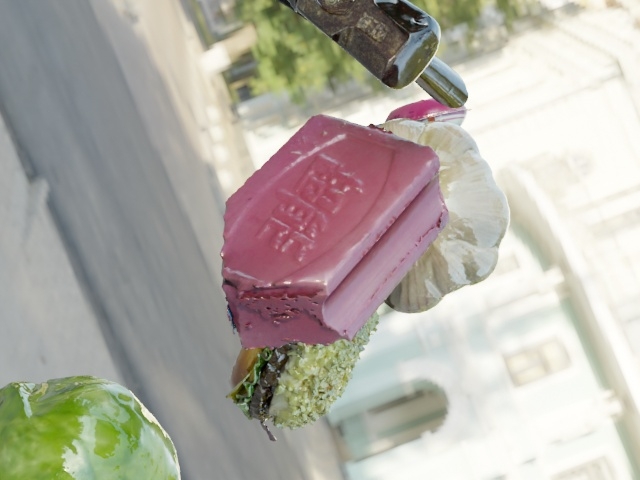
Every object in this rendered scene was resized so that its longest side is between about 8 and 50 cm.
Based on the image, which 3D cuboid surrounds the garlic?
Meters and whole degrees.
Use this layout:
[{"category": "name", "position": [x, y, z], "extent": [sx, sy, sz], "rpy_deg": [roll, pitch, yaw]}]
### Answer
[{"category": "garlic", "position": [0.104, -0.031, 1.574], "extent": [0.152, 0.228, 0.228], "rpy_deg": [34, 35, -87]}]

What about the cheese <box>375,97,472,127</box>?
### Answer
[{"category": "cheese", "position": [0.134, -0.179, 2.110], "extent": [0.155, 0.244, 0.062], "rpy_deg": [-13, -89, 50]}]

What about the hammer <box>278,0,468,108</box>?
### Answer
[{"category": "hammer", "position": [0.095, -0.253, 1.736], "extent": [0.242, 0.095, 0.409], "rpy_deg": [40, 9, 26]}]

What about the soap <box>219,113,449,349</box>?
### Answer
[{"category": "soap", "position": [0.000, 0.000, 1.298], "extent": [0.162, 0.250, 0.099], "rpy_deg": [20, -40, 27]}]

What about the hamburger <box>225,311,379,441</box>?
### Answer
[{"category": "hamburger", "position": [-0.019, 0.143, 1.770], "extent": [0.138, 0.243, 0.262], "rpy_deg": [30, -3, 6]}]

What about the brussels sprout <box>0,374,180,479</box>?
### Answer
[{"category": "brussels sprout", "position": [-0.264, 0.238, 1.416], "extent": [0.244, 0.244, 0.244], "rpy_deg": [-21, 90, -90]}]
